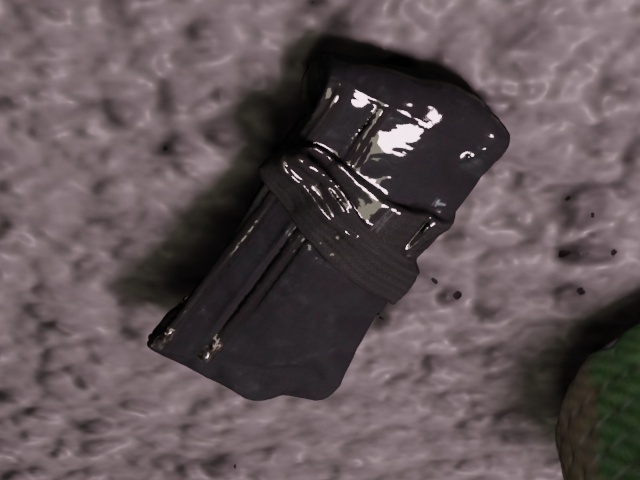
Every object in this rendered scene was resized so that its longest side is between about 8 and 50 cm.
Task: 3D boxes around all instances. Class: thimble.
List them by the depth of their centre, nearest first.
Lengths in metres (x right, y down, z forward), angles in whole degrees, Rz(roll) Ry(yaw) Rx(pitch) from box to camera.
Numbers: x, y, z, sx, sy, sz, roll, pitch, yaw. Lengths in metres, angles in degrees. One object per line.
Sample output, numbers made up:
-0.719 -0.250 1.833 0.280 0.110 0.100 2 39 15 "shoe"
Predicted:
0.259 0.149 0.951 0.219 0.150 0.219 -5 141 -4 "thimble"

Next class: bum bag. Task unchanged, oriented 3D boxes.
0.000 0.000 0.843 0.123 0.060 0.248 18 133 -23 "bum bag"
